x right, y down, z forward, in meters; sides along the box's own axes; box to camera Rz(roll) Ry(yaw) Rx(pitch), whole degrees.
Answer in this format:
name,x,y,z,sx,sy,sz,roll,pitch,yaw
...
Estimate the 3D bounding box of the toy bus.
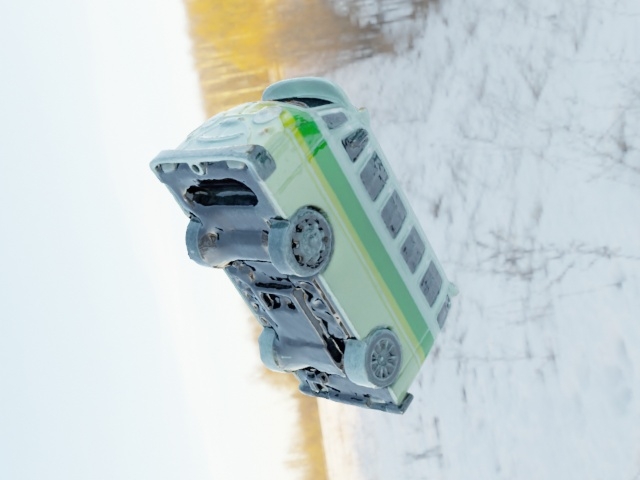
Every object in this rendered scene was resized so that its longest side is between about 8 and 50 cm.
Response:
name,x,y,z,sx,sy,sz,roll,pitch,yaw
toy bus,0.000,0.000,0.749,0.165,0.133,0.276,-51,-54,-32
